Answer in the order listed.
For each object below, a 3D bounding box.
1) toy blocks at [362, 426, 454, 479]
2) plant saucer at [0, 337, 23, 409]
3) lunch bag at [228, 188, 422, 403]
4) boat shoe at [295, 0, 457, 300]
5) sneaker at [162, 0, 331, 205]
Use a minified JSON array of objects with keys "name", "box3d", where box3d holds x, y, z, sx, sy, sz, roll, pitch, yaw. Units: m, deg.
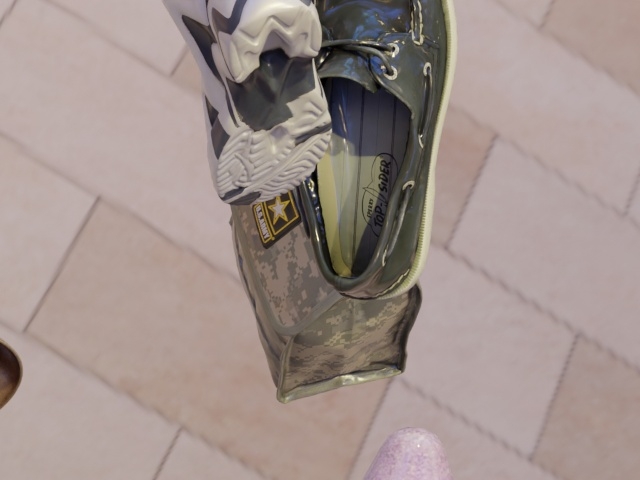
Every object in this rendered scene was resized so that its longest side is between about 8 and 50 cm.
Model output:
[{"name":"toy blocks","box3d":[0.163,0.133,0.469,0.309,0.288,0.260,7,91,-16]},{"name":"plant saucer","box3d":[-0.299,0.099,1.342,0.168,0.168,0.029,-4,57,-27]},{"name":"lunch bag","box3d":[0.000,0.000,1.911,0.169,0.287,0.235,-13,64,-11]},{"name":"boat shoe","box3d":[0.031,-0.116,1.535,0.113,0.127,0.340,-13,109,-67]},{"name":"sneaker","box3d":[-0.061,-0.143,1.381,0.094,0.235,0.153,-18,57,-8]}]
